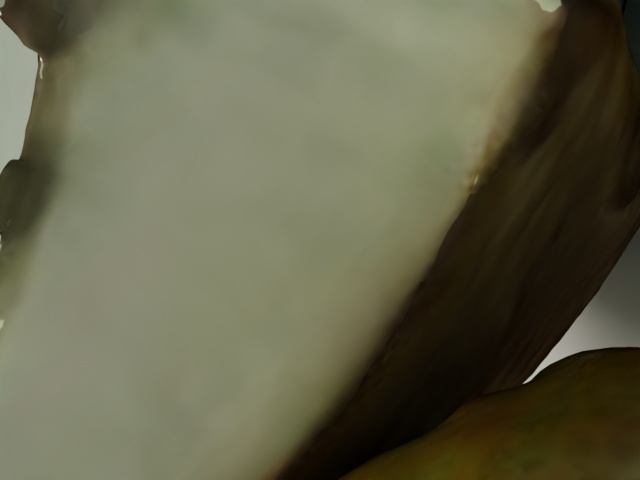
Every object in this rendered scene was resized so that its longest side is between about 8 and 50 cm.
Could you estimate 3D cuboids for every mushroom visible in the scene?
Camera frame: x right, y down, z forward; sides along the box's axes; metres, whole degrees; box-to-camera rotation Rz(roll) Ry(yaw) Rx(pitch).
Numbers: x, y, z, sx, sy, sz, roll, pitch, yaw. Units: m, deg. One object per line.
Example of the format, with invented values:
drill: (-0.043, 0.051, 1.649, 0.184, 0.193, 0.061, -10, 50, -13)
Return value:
mushroom: (-0.015, 0.041, 0.754, 0.313, 0.224, 0.397, -63, -20, -5)

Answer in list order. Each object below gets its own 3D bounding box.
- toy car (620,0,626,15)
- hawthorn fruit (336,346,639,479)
toy car: (0.111, -0.146, 0.876, 0.103, 0.063, 0.216, 178, 101, -69)
hawthorn fruit: (0.108, 0.188, 0.561, 0.268, 0.268, 0.301, -48, 57, 60)
